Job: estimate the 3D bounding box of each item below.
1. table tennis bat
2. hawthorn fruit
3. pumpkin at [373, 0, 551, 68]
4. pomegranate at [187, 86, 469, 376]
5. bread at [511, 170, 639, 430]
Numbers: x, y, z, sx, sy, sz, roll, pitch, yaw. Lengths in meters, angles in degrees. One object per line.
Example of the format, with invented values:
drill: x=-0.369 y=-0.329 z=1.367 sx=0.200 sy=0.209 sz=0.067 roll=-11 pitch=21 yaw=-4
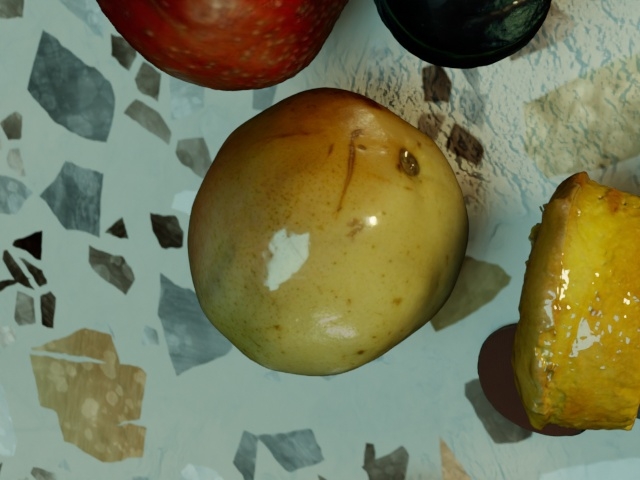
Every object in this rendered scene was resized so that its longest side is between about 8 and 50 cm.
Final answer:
table tennis bat: x=0.270 y=0.159 z=1.635 sx=0.220 sy=0.019 sz=0.130 roll=14 pitch=116 yaw=31
hawthorn fruit: x=-0.122 y=-0.291 z=1.488 sx=0.284 sy=0.369 sz=0.285 roll=2 pitch=94 yaw=27
pumpkin: x=0.153 y=-0.293 z=1.415 sx=0.248 sy=0.248 sz=0.248 roll=14 pitch=117 yaw=29
pomegranate: x=0.000 y=0.000 z=1.586 sx=0.319 sy=0.319 sz=0.319 roll=14 pitch=117 yaw=29
bread: x=0.264 y=0.068 z=1.468 sx=0.145 sy=0.268 sz=0.268 roll=10 pitch=116 yaw=12
